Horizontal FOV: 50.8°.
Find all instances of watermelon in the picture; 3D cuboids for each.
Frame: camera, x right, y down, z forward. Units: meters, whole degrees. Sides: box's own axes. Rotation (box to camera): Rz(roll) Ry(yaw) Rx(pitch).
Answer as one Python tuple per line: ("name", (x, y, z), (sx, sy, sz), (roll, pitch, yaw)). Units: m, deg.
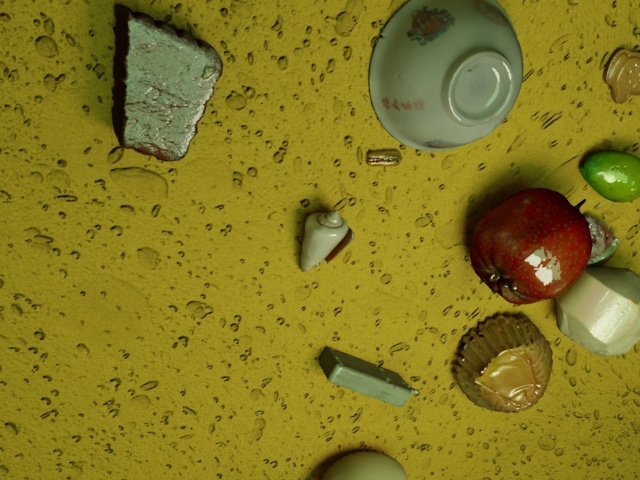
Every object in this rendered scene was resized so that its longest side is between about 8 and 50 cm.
("watermelon", (0.660, 0.005, 1.675), (0.187, 0.071, 0.139), (-17, 115, -10))

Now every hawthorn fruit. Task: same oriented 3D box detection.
("hawthorn fruit", (0.496, -0.003, 1.523), (0.300, 0.254, 0.254), (-35, 122, -18))

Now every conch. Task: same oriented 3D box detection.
("conch", (0.010, 0.006, 1.439), (0.104, 0.094, 0.176), (-29, 137, -51))

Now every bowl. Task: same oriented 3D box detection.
("bowl", (0.281, -0.316, 1.333), (0.345, 0.157, 0.346), (-8, 118, -15))

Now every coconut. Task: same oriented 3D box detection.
("coconut", (0.713, 0.166, 1.687), (0.241, 0.241, 0.241), (-8, 117, -15))

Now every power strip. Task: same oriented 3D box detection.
("power strip", (0.131, 0.341, 1.645), (0.288, 0.093, 0.053), (26, 102, -27))

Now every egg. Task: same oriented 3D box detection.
("egg", (0.111, 0.639, 1.732), (0.241, 0.186, 0.186), (-18, 120, -16))

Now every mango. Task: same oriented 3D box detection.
("mango", (0.699, -0.151, 1.591), (0.178, 0.100, 0.119), (17, 112, -17))

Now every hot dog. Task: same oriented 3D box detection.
("hot dog", (0.138, -0.172, 1.433), (0.083, 0.021, 0.037), (-6, 118, -14))

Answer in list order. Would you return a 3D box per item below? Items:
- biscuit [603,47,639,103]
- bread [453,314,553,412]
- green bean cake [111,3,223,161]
("biscuit", (0.700, -0.367, 1.526), (0.140, 0.023, 0.118), (6, 113, -22))
("bread", (0.479, 0.332, 1.729), (0.274, 0.149, 0.274), (-5, 116, -9))
("green bean cake", (-0.296, -0.270, 1.193), (0.198, 0.097, 0.233), (15, 110, -26))
